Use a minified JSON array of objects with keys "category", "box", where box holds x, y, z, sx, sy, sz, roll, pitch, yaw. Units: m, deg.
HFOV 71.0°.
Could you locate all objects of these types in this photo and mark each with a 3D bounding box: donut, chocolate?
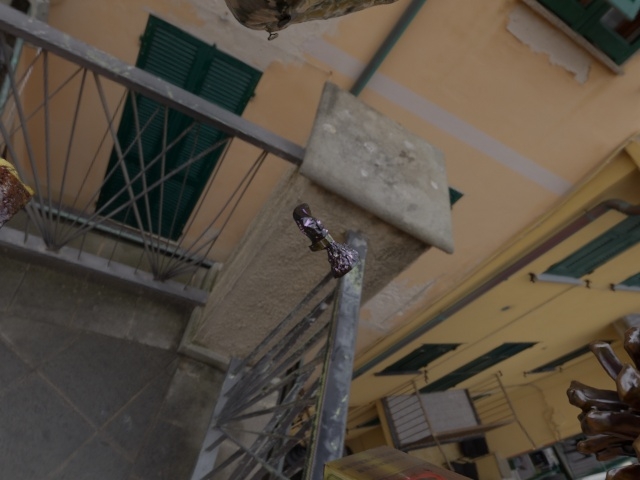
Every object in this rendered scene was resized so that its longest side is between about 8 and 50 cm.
[{"category":"donut","box":[-0.458,-0.062,0.587,0.140,0.059,0.140,3,37,-2]},{"category":"chocolate","box":[0.001,0.000,0.807,0.147,0.072,0.070,41,78,-3]}]

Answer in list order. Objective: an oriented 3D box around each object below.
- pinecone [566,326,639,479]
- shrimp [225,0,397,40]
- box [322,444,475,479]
[{"category":"pinecone","box":[0.513,0.241,0.561,0.384,0.384,0.384,21,45,-22]},{"category":"shrimp","box":[0.036,-0.207,0.322,0.360,0.247,0.085,-70,151,-67]},{"category":"box","box":[0.135,0.380,0.655,0.159,0.240,0.071,10,82,-40]}]
